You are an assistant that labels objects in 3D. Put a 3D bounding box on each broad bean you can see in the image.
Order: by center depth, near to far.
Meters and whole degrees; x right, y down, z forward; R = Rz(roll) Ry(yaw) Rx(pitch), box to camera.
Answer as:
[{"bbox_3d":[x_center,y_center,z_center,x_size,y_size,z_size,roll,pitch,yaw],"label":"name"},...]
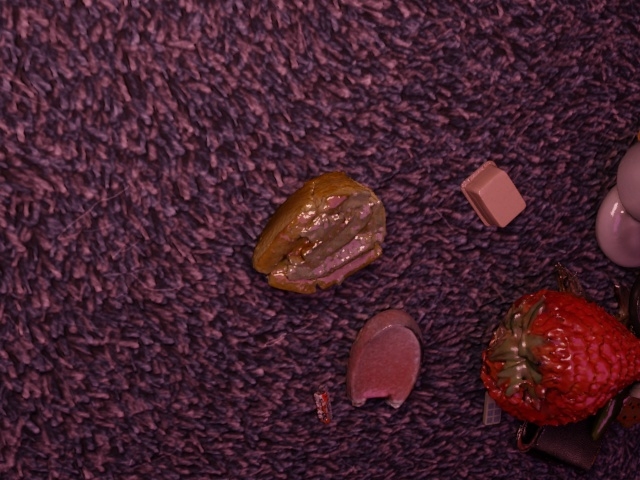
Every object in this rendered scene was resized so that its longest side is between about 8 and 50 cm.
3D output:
[{"bbox_3d":[0.692,0.329,1.686,0.060,0.043,0.298,21,88,-32],"label":"broad bean"}]

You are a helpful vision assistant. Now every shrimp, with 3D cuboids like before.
[{"bbox_3d":[0.621,0.134,1.638,0.169,0.058,0.296,-39,119,-12],"label":"shrimp"}]

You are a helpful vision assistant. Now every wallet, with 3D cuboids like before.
[{"bbox_3d":[0.597,0.408,1.705,0.220,0.071,0.262,26,90,-24],"label":"wallet"}]

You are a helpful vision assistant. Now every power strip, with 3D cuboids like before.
[{"bbox_3d":[0.390,0.377,1.647,0.040,0.016,0.090,-5,108,-18],"label":"power strip"}]

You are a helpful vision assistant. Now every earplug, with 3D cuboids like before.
[{"bbox_3d":[0.702,-0.074,1.534,0.214,0.175,0.326,-21,142,-13],"label":"earplug"}]

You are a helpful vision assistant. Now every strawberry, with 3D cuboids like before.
[{"bbox_3d":[0.521,0.250,1.527,0.351,0.267,0.312,5,142,-25],"label":"strawberry"}]

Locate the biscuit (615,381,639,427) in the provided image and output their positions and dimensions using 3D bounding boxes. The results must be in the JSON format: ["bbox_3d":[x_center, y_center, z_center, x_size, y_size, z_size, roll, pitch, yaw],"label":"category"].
[{"bbox_3d":[0.770,0.401,1.787,0.119,0.019,0.130,6,104,-21],"label":"biscuit"}]

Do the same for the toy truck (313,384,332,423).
[{"bbox_3d":[0.006,0.336,1.496,0.032,0.024,0.083,-28,117,-34],"label":"toy truck"}]

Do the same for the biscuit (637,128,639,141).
[{"bbox_3d":[0.780,-0.263,1.576,0.225,0.036,0.166,-42,121,-4],"label":"biscuit"}]

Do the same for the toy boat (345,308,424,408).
[{"bbox_3d":[0.129,0.238,1.491,0.155,0.085,0.228,6,116,-12],"label":"toy boat"}]

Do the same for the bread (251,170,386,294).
[{"bbox_3d":[0.000,0.000,1.336,0.257,0.124,0.186,-37,115,-4],"label":"bread"}]

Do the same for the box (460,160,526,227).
[{"bbox_3d":[0.351,-0.089,1.465,0.089,0.062,0.122,-41,116,-3],"label":"box"}]

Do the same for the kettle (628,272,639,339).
[{"bbox_3d":[0.784,0.170,1.626,0.221,0.161,0.237,14,83,-15],"label":"kettle"}]

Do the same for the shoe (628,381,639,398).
[{"bbox_3d":[0.832,0.327,1.741,0.264,0.095,0.110,6,92,-35],"label":"shoe"}]
